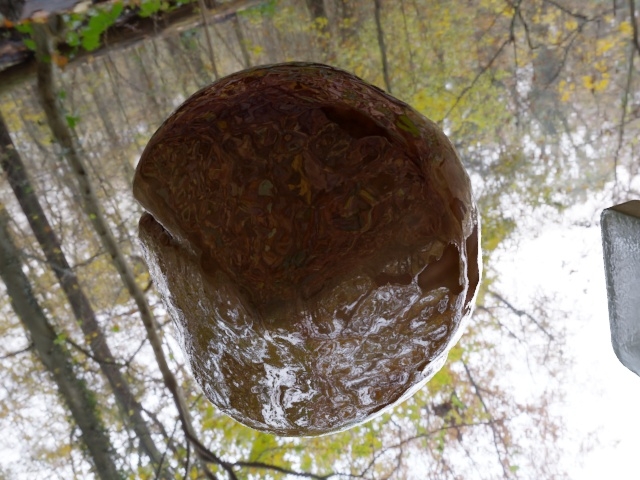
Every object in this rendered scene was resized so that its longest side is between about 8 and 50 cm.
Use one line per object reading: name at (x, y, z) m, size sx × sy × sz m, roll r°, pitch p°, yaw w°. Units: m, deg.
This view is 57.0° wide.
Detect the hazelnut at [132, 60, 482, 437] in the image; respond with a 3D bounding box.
hazelnut at (0.000, 0.000, 0.579) m, size 0.315 × 0.372 × 0.372 m, roll -6°, pitch -154°, yaw 24°

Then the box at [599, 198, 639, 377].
box at (0.666, 0.127, 1.090) m, size 0.090 × 0.373 × 0.367 m, roll -13°, pitch -164°, yaw -5°
